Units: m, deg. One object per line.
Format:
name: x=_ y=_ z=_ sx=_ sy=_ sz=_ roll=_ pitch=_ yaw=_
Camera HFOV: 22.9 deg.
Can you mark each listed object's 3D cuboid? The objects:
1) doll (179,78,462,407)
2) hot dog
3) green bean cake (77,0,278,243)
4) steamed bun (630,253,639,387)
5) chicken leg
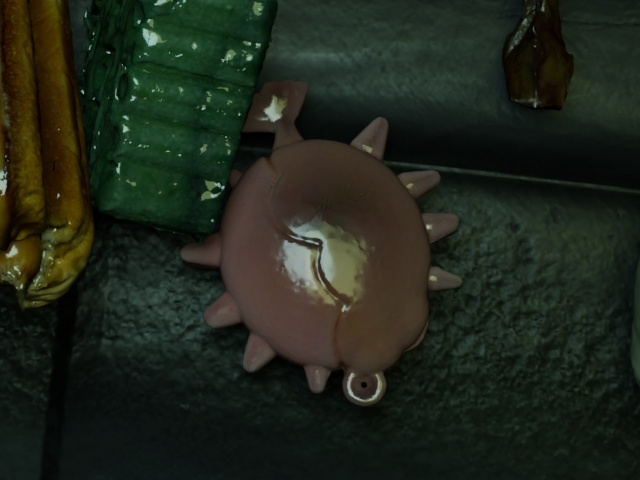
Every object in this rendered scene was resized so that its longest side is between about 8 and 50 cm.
doll: x=0.000 y=0.000 z=1.202 sx=0.211 sy=0.093 sz=0.262 roll=-23 pitch=77 yaw=-7
hot dog: x=-0.243 y=-0.113 z=1.125 sx=0.117 sy=0.158 sz=0.349 roll=-17 pitch=57 yaw=7
green bean cake: x=-0.126 y=-0.116 z=1.193 sx=0.107 sy=0.193 sz=0.208 roll=9 pitch=100 yaw=-25
steamed bun: x=0.415 y=0.040 z=1.176 sx=0.324 sy=0.219 sz=0.309 roll=32 pitch=76 yaw=1
chicken leg: x=0.176 y=-0.251 z=1.274 sx=0.093 sy=0.113 sz=0.304 roll=2 pitch=79 yaw=16
